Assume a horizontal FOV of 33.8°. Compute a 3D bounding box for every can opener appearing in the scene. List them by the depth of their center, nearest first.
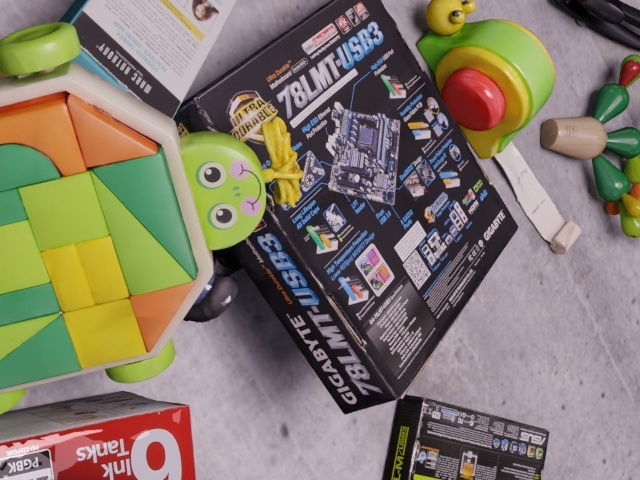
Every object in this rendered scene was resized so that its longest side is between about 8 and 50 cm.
[{"bbox_3d":[0.341,-0.262,1.238,0.186,0.059,0.073,17,51,-42],"label":"can opener"}]

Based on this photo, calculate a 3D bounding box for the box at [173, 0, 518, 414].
[{"bbox_3d":[0.032,-0.051,0.939,0.293,0.073,0.295,55,42,-11],"label":"box"}]

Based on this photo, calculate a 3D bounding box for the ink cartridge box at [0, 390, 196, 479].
[{"bbox_3d":[-0.243,0.271,0.757,0.309,0.130,0.272,-7,93,-35],"label":"ink cartridge box"}]

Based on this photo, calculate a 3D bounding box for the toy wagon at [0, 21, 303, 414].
[{"bbox_3d":[-0.181,-0.014,0.744,0.344,0.068,0.267,-13,116,0],"label":"toy wagon"}]

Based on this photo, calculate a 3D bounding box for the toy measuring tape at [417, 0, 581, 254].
[{"bbox_3d":[0.215,-0.120,1.105,0.121,0.121,0.330,-47,113,-27],"label":"toy measuring tape"}]

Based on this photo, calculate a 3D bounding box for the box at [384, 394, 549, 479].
[{"bbox_3d":[0.146,0.266,1.079,0.190,0.045,0.184,18,80,-34],"label":"box"}]

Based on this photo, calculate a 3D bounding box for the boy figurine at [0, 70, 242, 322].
[{"bbox_3d":[-0.178,-0.045,0.841,0.285,0.092,0.177,39,62,-26],"label":"boy figurine"}]

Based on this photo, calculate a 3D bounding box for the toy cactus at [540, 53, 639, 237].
[{"bbox_3d":[0.341,-0.110,1.210,0.180,0.112,0.219,4,94,-25],"label":"toy cactus"}]

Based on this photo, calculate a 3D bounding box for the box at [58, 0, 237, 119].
[{"bbox_3d":[-0.134,-0.184,0.842,0.100,0.060,0.244,43,42,-22],"label":"box"}]
